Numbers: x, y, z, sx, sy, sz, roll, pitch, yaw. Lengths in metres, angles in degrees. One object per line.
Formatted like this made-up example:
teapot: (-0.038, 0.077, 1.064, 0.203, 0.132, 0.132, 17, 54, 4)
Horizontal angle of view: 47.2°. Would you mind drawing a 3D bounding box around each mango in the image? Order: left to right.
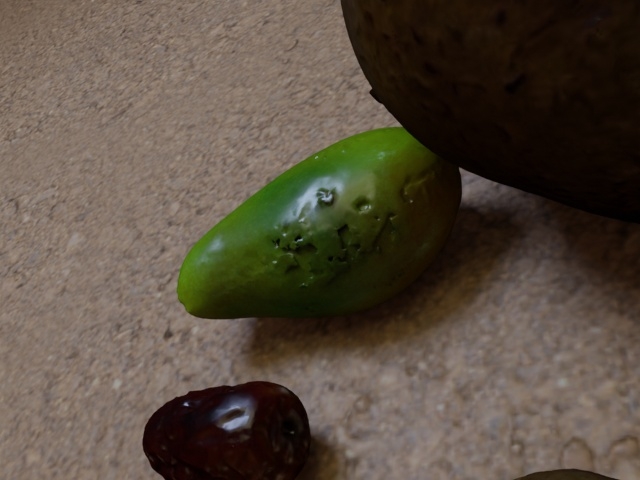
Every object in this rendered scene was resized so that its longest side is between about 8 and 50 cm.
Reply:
mango: (0.000, 0.000, 0.554, 0.233, 0.111, 0.125, -28, 34, 5)

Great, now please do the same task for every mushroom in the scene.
mushroom: (0.196, -0.166, 0.443, 0.356, 0.334, 0.331, -26, 40, 26)

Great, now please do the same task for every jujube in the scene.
jujube: (-0.067, 0.135, 0.495, 0.129, 0.077, 0.077, -11, 45, 33)

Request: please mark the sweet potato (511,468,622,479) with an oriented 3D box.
sweet potato: (0.165, 0.150, 0.330, 0.281, 0.067, 0.059, 5, 16, 44)
